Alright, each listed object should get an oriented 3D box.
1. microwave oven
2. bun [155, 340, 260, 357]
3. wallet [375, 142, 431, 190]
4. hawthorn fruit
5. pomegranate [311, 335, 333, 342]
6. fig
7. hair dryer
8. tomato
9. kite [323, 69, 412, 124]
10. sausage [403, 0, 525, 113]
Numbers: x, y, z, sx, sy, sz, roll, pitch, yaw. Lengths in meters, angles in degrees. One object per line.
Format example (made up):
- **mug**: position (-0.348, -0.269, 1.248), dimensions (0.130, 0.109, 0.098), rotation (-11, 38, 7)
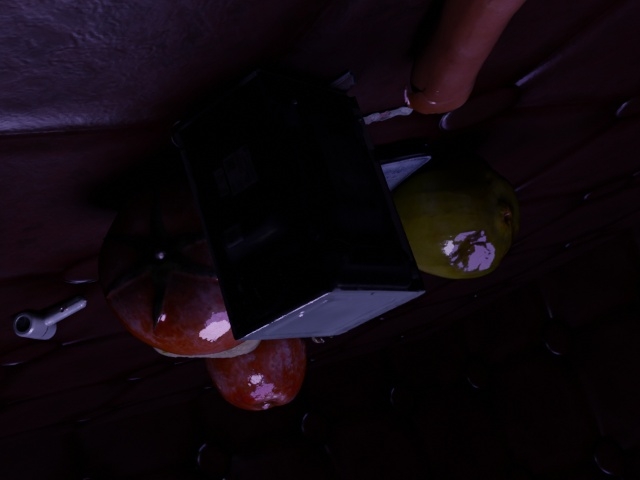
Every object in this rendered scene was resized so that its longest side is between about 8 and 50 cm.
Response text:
- **microwave oven**: position (-0.020, -0.041, 1.137), dimensions (0.181, 0.295, 0.237), rotation (-29, 160, 32)
- **bun**: position (-0.238, 0.158, 1.861), dimensions (0.259, 0.160, 0.259), rotation (2, 165, 0)
- **wallet**: position (0.081, -0.106, 1.572), dimensions (0.167, 0.036, 0.222), rotation (-13, 164, -28)
- **hawthorn fruit**: position (-0.167, 0.300, 2.296), dimensions (0.284, 0.284, 0.284), rotation (-19, 165, -5)
- **pomegranate**: position (-0.048, 0.108, 1.849), dimensions (0.179, 0.210, 0.179), rotation (-15, -170, 3)
- **fig**: position (0.227, -0.044, 1.648), dimensions (0.271, 0.239, 0.239), rotation (-2, 179, 37)
- **hair dryer**: position (-0.499, 0.140, 1.674), dimensions (0.137, 0.047, 0.082), rotation (-28, 164, 6)
- **tomato**: position (-0.174, 0.034, 1.285), dimensions (0.265, 0.265, 0.265), rotation (-19, 165, -5)
- **kite**: position (0.001, -0.162, 1.314), dimensions (0.314, 0.011, 0.335), rotation (-16, 165, -15)
- **sausage**: position (0.183, -0.265, 1.026), dimensions (0.094, 0.094, 0.419), rotation (5, 162, -9)
